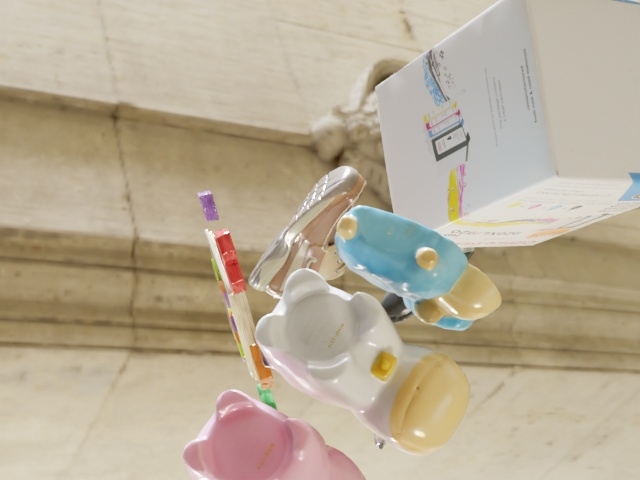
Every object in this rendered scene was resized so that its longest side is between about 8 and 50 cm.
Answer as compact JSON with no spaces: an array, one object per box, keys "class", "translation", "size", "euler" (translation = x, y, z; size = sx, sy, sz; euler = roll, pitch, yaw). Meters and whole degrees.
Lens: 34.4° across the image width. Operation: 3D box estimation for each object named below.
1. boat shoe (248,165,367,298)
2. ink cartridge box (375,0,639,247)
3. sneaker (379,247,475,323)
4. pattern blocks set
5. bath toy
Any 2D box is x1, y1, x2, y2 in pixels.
[{"class":"boat shoe","translation":[0.000,0.000,1.638],"size":[0.123,0.116,0.324],"euler":[-58,-175,-38]},{"class":"ink cartridge box","translation":[0.188,-0.099,0.942],"size":[0.233,0.171,0.168],"euler":[-27,-113,58]},{"class":"sneaker","translation":[0.175,-0.022,1.611],"size":[0.330,0.146,0.122],"euler":[-50,-166,-10]},{"class":"pattern blocks set","translation":[-0.112,0.087,1.373],"size":[0.285,0.026,0.325],"euler":[-122,-164,-62]},{"class":"bath toy","translation":[-0.013,0.150,0.701],"size":[0.151,0.348,0.129],"euler":[30,-20,20]}]
